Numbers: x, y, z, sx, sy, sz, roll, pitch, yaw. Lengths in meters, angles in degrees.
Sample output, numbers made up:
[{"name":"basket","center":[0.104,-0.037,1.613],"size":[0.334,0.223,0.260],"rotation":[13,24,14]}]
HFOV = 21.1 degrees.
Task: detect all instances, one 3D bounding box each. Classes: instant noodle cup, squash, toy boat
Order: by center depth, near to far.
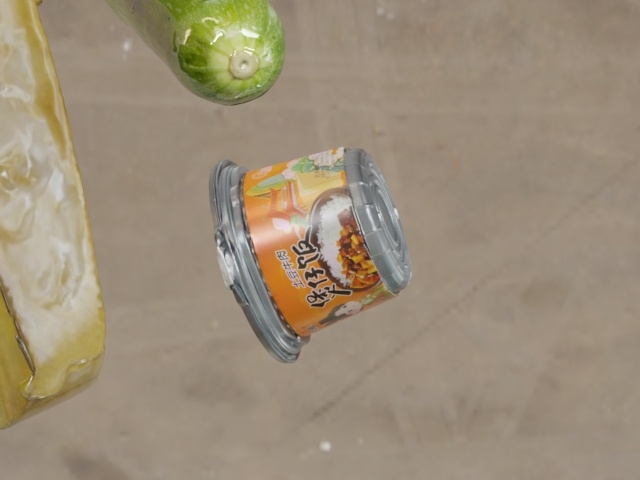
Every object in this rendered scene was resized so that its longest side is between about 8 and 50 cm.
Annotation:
[{"name":"toy boat","center":[-0.182,-0.059,0.836],"size":[0.115,0.089,0.310],"rotation":[2,113,41]},{"name":"squash","center":[-0.075,-0.129,0.958],"size":[0.066,0.229,0.066],"rotation":[-8,112,-19]},{"name":"instant noodle cup","center":[0.000,0.000,1.415],"size":[0.125,0.208,0.178],"rotation":[-18,104,12]}]
